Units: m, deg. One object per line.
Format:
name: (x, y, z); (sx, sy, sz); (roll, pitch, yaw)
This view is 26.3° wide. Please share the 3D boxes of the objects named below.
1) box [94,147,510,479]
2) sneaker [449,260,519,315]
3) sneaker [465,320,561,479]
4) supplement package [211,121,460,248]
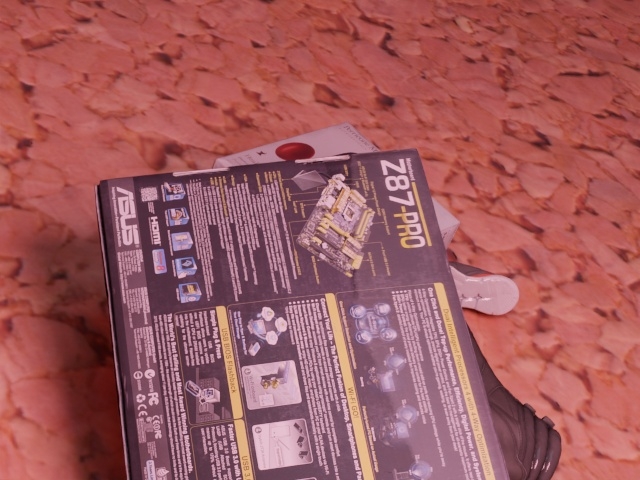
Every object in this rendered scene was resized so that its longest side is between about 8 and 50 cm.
box: (-0.026, 0.107, 1.228); (0.318, 0.097, 0.395); (-8, 57, -7)
sneaker: (0.151, 0.050, 1.607); (0.158, 0.061, 0.065); (17, 9, -10)
sneaker: (0.160, 0.167, 1.422); (0.147, 0.104, 0.296); (32, 21, -19)
supplement package: (0.000, 0.000, 1.489); (0.203, 0.149, 0.194); (-21, 54, -43)
